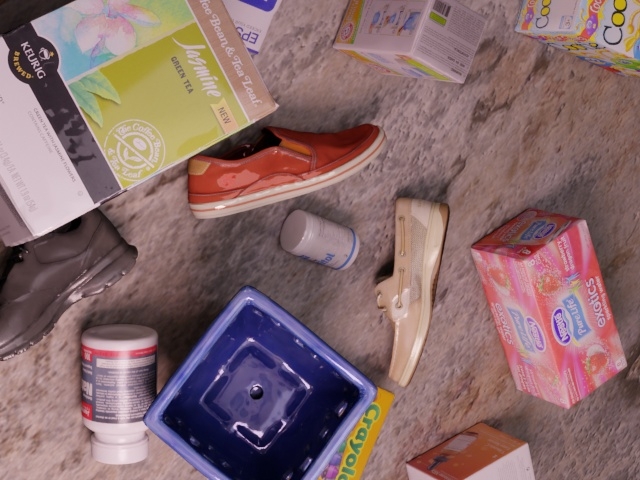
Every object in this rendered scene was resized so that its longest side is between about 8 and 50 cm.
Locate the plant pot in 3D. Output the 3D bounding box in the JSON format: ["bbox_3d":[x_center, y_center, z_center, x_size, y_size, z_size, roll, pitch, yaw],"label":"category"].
[{"bbox_3d":[-0.084,0.221,1.749,0.236,0.212,0.236,38,85,-1],"label":"plant pot"}]

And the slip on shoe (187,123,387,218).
[{"bbox_3d":[-0.047,-0.123,1.861,0.331,0.123,0.101,-19,105,-24],"label":"slip on shoe"}]

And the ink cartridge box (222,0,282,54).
[{"bbox_3d":[-0.157,-0.448,1.739,0.304,0.072,0.307,17,109,-34],"label":"ink cartridge box"}]

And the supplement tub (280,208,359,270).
[{"bbox_3d":[0.000,0.000,1.937,0.107,0.071,0.071,20,88,-33],"label":"supplement tub"}]

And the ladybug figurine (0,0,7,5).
[{"bbox_3d":[-0.469,-0.415,1.499,0.449,0.162,0.305,-42,119,-20],"label":"ladybug figurine"}]

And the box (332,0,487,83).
[{"bbox_3d":[0.130,-0.308,1.883,0.114,0.203,0.103,22,87,-36],"label":"box"}]

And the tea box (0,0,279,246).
[{"bbox_3d":[-0.274,-0.163,1.532,0.324,0.329,0.220,-31,98,-17],"label":"tea box"}]

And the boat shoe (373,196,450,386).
[{"bbox_3d":[0.136,0.082,2.033,0.098,0.109,0.302,10,95,6],"label":"boat shoe"}]

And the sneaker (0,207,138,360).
[{"bbox_3d":[-0.385,0.057,1.692,0.286,0.109,0.130,-42,109,-28],"label":"sneaker"}]

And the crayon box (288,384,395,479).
[{"bbox_3d":[-0.021,0.289,1.970,0.323,0.083,0.203,26,84,-34],"label":"crayon box"}]

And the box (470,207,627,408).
[{"bbox_3d":[0.391,0.115,2.168,0.154,0.142,0.300,-30,114,-24],"label":"box"}]

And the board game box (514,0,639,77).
[{"bbox_3d":[0.488,-0.379,2.139,0.275,0.142,0.144,14,91,-34],"label":"board game box"}]

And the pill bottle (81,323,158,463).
[{"bbox_3d":[-0.281,0.215,1.772,0.108,0.108,0.180,-4,101,-32],"label":"pill bottle"}]

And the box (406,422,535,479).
[{"bbox_3d":[0.255,0.397,2.140,0.170,0.130,0.091,-24,112,-28],"label":"box"}]
